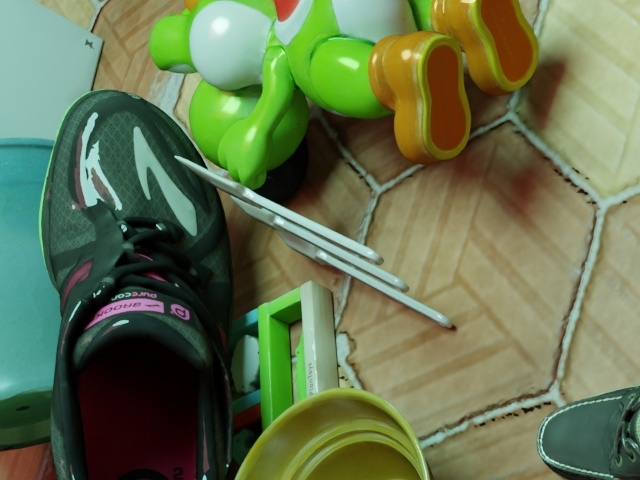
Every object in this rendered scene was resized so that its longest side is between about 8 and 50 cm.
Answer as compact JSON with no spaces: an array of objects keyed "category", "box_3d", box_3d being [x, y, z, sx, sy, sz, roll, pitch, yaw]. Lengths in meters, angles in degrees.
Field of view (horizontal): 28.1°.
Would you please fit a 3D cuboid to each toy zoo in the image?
[{"category":"toy zoo","box_3d":[-0.100,0.176,1.177,0.293,0.030,0.192,-29,51,34]}]

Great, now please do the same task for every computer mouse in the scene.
[{"category":"computer mouse","box_3d":[-0.065,-0.133,1.300,0.071,0.041,0.242,-41,44,25]}]

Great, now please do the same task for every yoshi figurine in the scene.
[{"category":"yoshi figurine","box_3d":[0.001,-0.131,1.110,0.362,0.204,0.203,11,85,43]}]

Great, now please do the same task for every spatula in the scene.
[{"category":"spatula","box_3d":[0.000,0.000,1.069,0.242,0.168,0.019,26,79,42]}]

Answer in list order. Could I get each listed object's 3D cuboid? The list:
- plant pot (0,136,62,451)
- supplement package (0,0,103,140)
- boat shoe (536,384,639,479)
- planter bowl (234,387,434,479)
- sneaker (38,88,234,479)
[{"category":"plant pot","box_3d":[-0.323,0.071,1.314,0.272,0.272,0.255,-32,63,32]},{"category":"supplement package","box_3d":[-0.447,-0.183,1.612,0.263,0.198,0.199,-10,62,44]},{"category":"boat shoe","box_3d":[0.227,0.123,0.822,0.224,0.073,0.080,-6,65,45]},{"category":"planter bowl","box_3d":[0.027,0.228,0.967,0.217,0.090,0.217,-25,52,37]},{"category":"sneaker","box_3d":[-0.141,0.071,1.078,0.202,0.185,0.482,121,144,-58]}]
